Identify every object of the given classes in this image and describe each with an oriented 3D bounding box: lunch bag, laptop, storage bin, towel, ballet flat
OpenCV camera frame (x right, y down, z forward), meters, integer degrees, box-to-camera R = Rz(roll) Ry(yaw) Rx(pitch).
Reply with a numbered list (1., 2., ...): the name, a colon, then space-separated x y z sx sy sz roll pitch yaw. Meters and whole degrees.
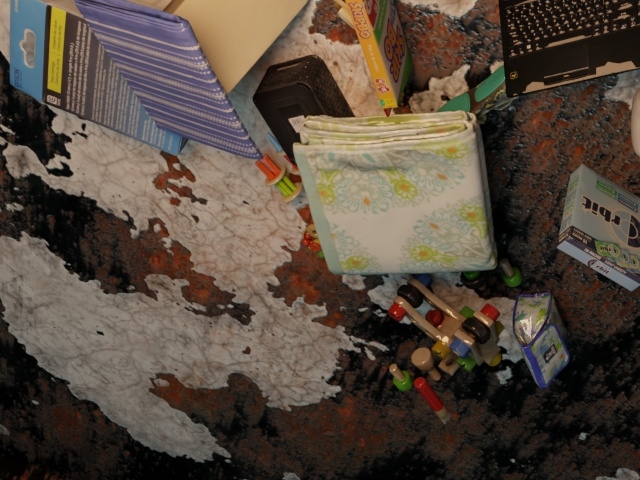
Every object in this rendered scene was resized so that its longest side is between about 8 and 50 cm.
1. lunch bag: 0.439 0.199 2.073 0.096 0.151 0.129 -8 130 30
2. laptop: 0.348 -0.372 1.511 0.234 0.264 0.136 -9 167 31
3. storage bin: -0.025 -0.230 1.863 0.122 0.084 0.180 -9 131 31
4. towel: -0.240 -0.267 1.683 0.243 0.040 0.336 21 157 30
5. towel: 0.140 -0.072 1.849 0.320 0.090 0.374 0 137 17
6. ballet flat: 0.274 -0.229 1.757 0.070 0.070 0.188 39 139 -19

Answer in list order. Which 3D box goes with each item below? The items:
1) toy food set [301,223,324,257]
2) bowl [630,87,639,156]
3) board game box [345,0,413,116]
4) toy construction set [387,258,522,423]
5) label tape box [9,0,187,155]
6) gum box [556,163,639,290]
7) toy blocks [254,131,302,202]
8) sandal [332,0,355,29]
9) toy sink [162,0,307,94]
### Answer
1. toy food set: 0.000 0.000 2.146 0.082 0.020 0.083 31 138 -11
2. bowl: 0.577 -0.181 1.684 0.142 0.053 0.142 5 138 20
3. board game box: 0.097 -0.335 1.668 0.039 0.124 0.259 0 135 22
4. toy construction set: 0.274 0.226 2.081 0.257 0.309 0.237 -2 139 36
5. label tape box: -0.385 -0.330 1.891 0.347 0.115 0.249 23 140 2
6. gum box: 0.494 -0.024 1.785 0.157 0.184 0.041 29 138 -9
7. toy blocks: -0.074 -0.150 1.992 0.123 0.054 0.148 -20 124 37
8. sandal: 0.009 -0.433 1.658 0.240 0.088 0.079 36 106 -26
9. toy sink: -0.161 -0.369 1.717 0.153 0.234 0.131 44 164 -22
